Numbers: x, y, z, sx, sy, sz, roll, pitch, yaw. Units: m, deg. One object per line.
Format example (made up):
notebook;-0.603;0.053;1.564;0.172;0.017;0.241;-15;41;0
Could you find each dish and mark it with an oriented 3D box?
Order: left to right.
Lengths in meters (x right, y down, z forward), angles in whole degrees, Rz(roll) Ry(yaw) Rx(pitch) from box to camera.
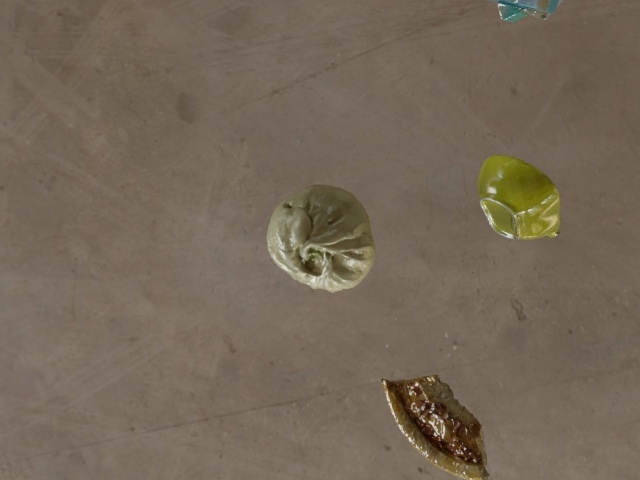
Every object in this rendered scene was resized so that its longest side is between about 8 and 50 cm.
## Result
dish;0.479;-0.083;1.641;0.221;0.108;0.262;30;159;44

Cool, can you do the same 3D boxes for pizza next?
pizza;0.215;0.342;1.233;0.271;0.056;0.134;53;121;32

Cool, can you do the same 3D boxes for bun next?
bun;0.000;0.000;1.457;0.260;0.160;0.259;4;106;16

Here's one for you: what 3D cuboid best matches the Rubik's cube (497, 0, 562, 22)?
Rubik's cube;0.418;-0.576;1.375;0.265;0.213;0.224;27;114;28
